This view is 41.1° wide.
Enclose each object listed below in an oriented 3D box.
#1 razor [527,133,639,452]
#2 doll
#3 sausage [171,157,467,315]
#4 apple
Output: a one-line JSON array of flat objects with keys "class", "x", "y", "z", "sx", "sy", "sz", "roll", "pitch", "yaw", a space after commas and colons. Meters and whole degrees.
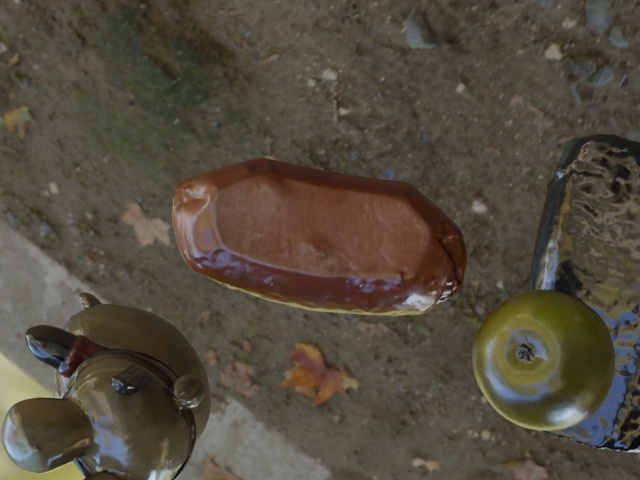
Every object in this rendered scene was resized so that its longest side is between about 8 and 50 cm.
[{"class": "razor", "x": 0.315, "y": 0.054, "z": 0.906, "sx": 0.189, "sy": 0.107, "sz": 0.326, "roll": 11, "pitch": 88, "yaw": 30}, {"class": "doll", "x": -0.200, "y": 0.163, "z": 0.873, "sx": 0.174, "sy": 0.330, "sz": 0.235, "roll": -35, "pitch": 100, "yaw": -2}, {"class": "sausage", "x": 0.000, "y": 0.001, "z": 0.739, "sx": 0.259, "sy": 0.133, "sz": 0.133, "roll": 9, "pitch": 124, "yaw": -1}, {"class": "apple", "x": 0.139, "y": 0.075, "z": 0.539, "sx": 0.090, "sy": 0.074, "sz": 0.089, "roll": -9, "pitch": 74, "yaw": 32}]
